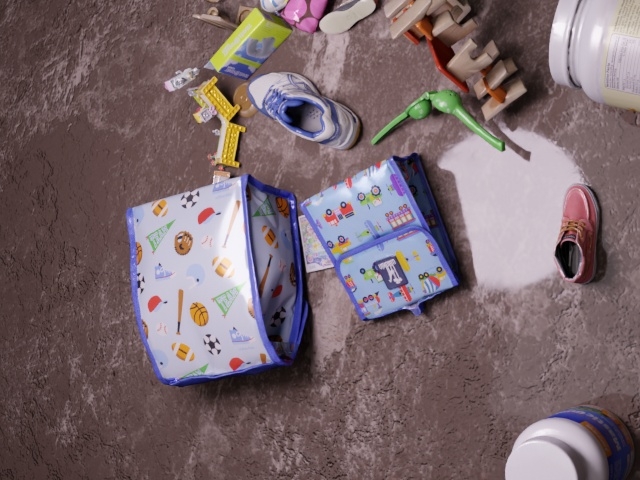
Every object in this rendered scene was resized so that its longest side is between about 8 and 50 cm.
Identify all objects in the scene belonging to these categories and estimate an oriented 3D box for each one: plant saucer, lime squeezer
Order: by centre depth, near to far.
[{"bbox_3d":[0.215,-0.232,1.636,0.310,0.059,0.110,8,127,43],"label":"lime squeezer"},{"bbox_3d":[-0.167,-0.316,1.931,0.083,0.015,0.083,-2,87,32],"label":"plant saucer"}]

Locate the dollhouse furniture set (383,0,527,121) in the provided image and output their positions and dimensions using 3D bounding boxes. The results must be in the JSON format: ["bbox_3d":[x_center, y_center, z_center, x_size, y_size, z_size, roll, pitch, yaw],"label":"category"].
[{"bbox_3d":[0.217,-0.359,1.569,0.135,0.262,0.259,-40,34,27],"label":"dollhouse furniture set"}]

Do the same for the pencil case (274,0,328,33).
[{"bbox_3d":[-0.009,-0.541,1.801,0.095,0.098,0.209,28,103,-5],"label":"pencil case"}]

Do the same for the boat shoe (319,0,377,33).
[{"bbox_3d":[0.059,-0.469,1.780,0.137,0.049,0.043,-22,34,32],"label":"boat shoe"}]

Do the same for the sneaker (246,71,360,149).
[{"bbox_3d":[-0.056,-0.284,1.792,0.296,0.131,0.112,28,104,32],"label":"sneaker"}]

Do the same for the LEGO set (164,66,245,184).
[{"bbox_3d":[-0.250,-0.248,1.933,0.107,0.132,0.287,4,119,52],"label":"LEGO set"}]

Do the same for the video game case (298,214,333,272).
[{"bbox_3d":[0.000,0.000,1.811,0.087,0.011,0.122,-14,81,31],"label":"video game case"}]

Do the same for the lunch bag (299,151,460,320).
[{"bbox_3d":[0.131,0.009,1.679,0.221,0.138,0.293,-26,87,28],"label":"lunch bag"}]

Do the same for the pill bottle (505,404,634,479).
[{"bbox_3d":[0.397,0.354,1.387,0.152,0.272,0.152,-2,87,32],"label":"pill bottle"}]

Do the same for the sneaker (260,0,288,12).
[{"bbox_3d":[-0.083,-0.604,1.826,0.091,0.126,0.240,37,107,28],"label":"sneaker"}]

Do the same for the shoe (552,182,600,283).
[{"bbox_3d":[0.441,-0.013,1.491,0.063,0.081,0.178,-3,86,32],"label":"shoe"}]

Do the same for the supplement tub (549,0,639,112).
[{"bbox_3d":[0.549,-0.309,1.346,0.325,0.235,0.235,20,98,32],"label":"supplement tub"}]

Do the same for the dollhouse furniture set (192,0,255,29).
[{"bbox_3d":[-0.218,-0.552,1.910,0.144,0.123,0.151,18,97,32],"label":"dollhouse furniture set"}]

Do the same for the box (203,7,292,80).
[{"bbox_3d":[-0.157,-0.416,1.874,0.178,0.109,0.042,-43,68,23],"label":"box"}]

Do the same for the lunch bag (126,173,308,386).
[{"bbox_3d":[-0.211,0.098,1.812,0.328,0.239,0.385,-15,73,29],"label":"lunch bag"}]
